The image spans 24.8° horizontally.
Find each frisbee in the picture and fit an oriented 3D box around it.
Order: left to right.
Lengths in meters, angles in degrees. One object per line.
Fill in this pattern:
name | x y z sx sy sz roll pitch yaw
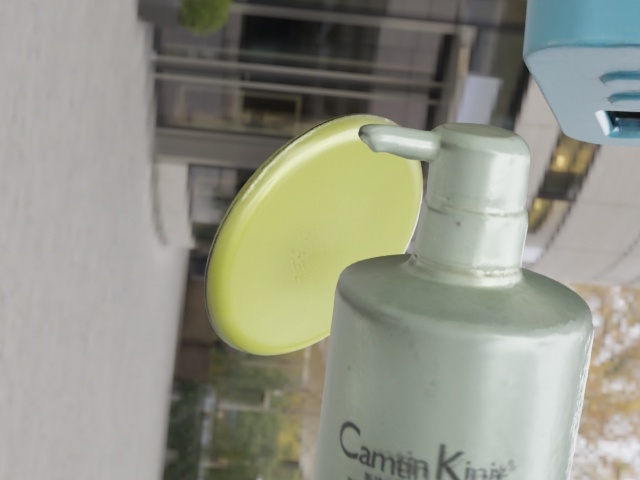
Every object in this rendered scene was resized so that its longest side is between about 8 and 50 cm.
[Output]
frisbee | 0.000 0.000 1.222 0.017 0.236 0.236 40 -42 36

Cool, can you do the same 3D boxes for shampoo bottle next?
shampoo bottle | 0.038 0.091 0.487 0.085 0.085 0.262 -93 -171 -75

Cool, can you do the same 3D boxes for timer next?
timer | 0.231 -0.087 0.754 0.250 0.232 0.091 50 45 -65
